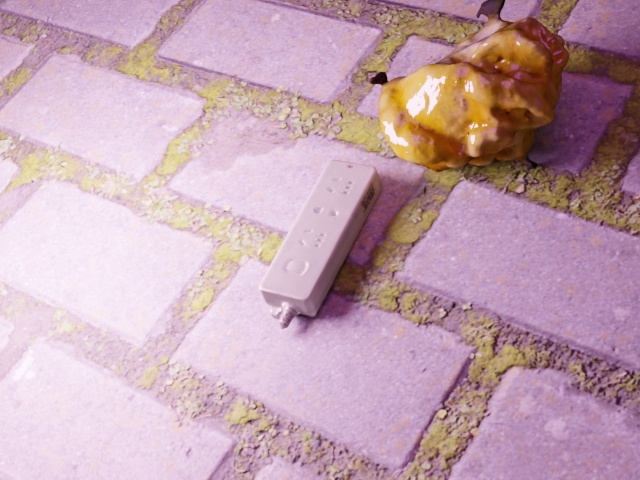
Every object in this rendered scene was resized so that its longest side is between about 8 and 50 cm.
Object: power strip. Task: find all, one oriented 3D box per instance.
[{"bbox_3d":[0.000,0.000,1.719,0.098,0.058,0.338,13,58,26],"label":"power strip"}]

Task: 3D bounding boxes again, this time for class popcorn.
[{"bbox_3d":[0.265,-0.226,1.710,0.316,0.281,0.297,-35,5,25],"label":"popcorn"}]
